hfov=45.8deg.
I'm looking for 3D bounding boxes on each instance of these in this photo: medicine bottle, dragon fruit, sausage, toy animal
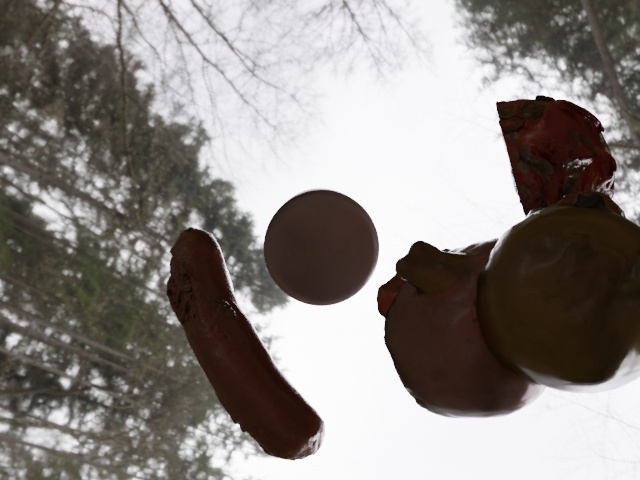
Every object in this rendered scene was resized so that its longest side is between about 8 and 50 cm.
[{"bbox_3d":[0.000,0.000,0.950,0.133,0.250,0.134,0,-87,-1],"label":"medicine bottle"},{"bbox_3d":[0.338,-0.051,1.024,0.134,0.262,0.212,-12,-137,25],"label":"dragon fruit"},{"bbox_3d":[-0.100,0.107,0.833,0.087,0.079,0.327,-19,-128,-23],"label":"sausage"},{"bbox_3d":[0.165,0.055,0.613,0.281,0.195,0.169,-36,-151,50],"label":"toy animal"}]
